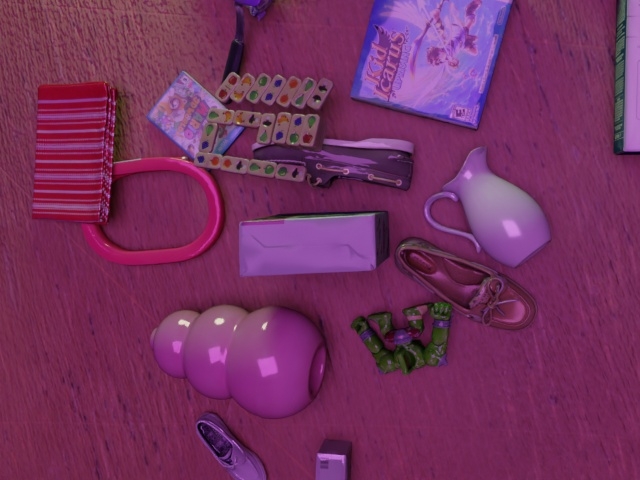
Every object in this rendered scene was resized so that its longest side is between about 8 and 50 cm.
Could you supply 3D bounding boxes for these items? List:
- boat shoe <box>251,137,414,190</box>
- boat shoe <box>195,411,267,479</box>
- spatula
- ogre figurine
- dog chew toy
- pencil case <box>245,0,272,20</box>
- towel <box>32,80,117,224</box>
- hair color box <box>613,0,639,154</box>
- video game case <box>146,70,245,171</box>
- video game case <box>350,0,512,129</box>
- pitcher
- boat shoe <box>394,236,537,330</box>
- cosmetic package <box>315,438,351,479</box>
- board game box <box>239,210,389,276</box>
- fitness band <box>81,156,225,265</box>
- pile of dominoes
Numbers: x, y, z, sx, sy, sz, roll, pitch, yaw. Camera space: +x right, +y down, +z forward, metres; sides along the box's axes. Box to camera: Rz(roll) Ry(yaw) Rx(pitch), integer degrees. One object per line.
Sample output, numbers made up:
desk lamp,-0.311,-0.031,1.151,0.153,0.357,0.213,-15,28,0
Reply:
boat shoe,0.020,-0.141,1.609,0.305,0.109,0.091,2,88,5
boat shoe,-0.176,0.413,1.687,0.066,0.063,0.184,-36,87,9
spatula,-0.153,-0.390,1.614,0.084,0.030,0.296,24,123,17
ogre figurine,0.157,0.184,1.608,0.197,0.097,0.118,-12,90,9
dog chew toy,-0.162,0.212,1.615,0.332,0.206,0.206,8,94,16
pencil case,-0.165,-0.512,1.638,0.206,0.088,0.086,46,61,4
towel,-0.487,-0.172,1.698,0.199,0.031,0.274,5,93,28
hair color box,0.610,-0.324,1.510,0.174,0.105,0.347,1,93,9
video game case,-0.243,-0.232,1.693,0.166,0.015,0.119,42,98,5
video game case,0.205,-0.363,1.595,0.244,0.061,0.269,15,95,9
pitcher,0.300,-0.039,1.575,0.178,0.125,0.207,-45,74,29
boat shoe,0.263,0.086,1.591,0.285,0.089,0.104,25,96,7
cosmetic package,0.023,0.508,1.644,0.060,0.099,0.239,3,93,6
board game box,0.000,0.000,1.519,0.224,0.303,0.097,-2,92,8
fitness band,-0.329,-0.057,1.699,0.291,0.054,0.209,-4,95,10
pile of dominoes,-0.109,-0.215,1.571,0.251,0.040,0.196,10,82,24
